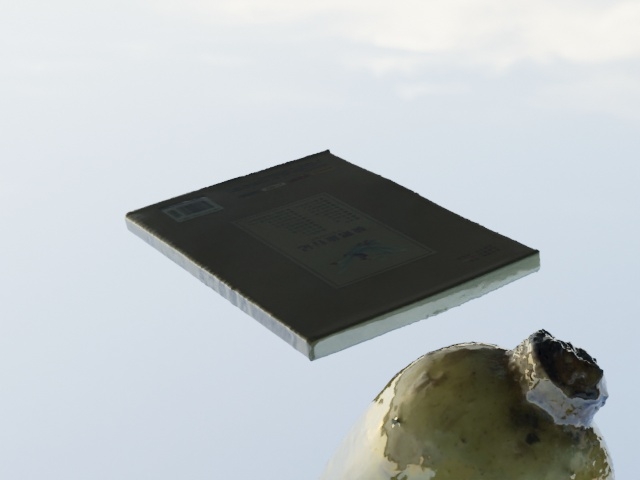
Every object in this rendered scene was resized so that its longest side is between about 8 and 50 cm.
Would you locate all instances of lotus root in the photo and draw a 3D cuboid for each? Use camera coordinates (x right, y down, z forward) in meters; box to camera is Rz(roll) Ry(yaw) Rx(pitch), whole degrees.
[{"bbox_3d":[0.083,0.165,0.890,0.160,0.284,0.146,27,-148,-10],"label":"lotus root"}]

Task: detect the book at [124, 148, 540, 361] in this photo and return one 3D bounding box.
[{"bbox_3d":[0.000,0.000,1.192,0.217,0.021,0.310,-19,-152,-27],"label":"book"}]
